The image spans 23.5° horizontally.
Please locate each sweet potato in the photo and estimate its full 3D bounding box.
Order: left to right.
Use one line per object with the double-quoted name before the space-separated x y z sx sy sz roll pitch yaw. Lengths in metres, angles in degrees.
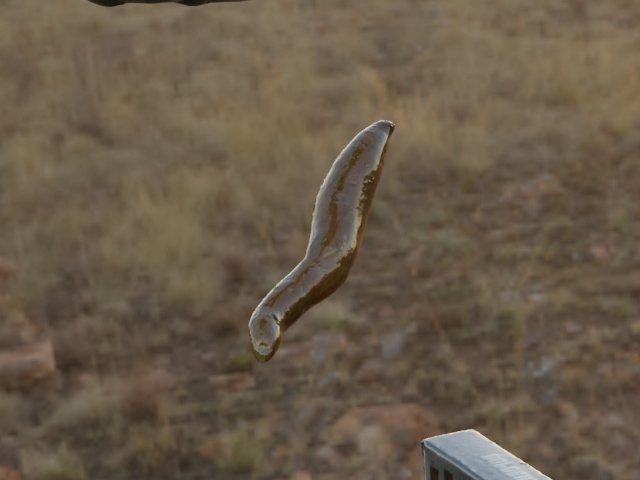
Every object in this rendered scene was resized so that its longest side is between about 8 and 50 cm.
"sweet potato" 0.004 0.002 0.911 0.044 0.044 0.179 6 58 39

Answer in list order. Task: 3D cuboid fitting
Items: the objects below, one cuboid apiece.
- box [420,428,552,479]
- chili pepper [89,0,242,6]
"box" 0.133 0.301 0.993 0.047 0.324 0.180 -12 16 -21
"chili pepper" -0.052 -0.156 0.827 0.224 0.061 0.098 -7 14 -37
